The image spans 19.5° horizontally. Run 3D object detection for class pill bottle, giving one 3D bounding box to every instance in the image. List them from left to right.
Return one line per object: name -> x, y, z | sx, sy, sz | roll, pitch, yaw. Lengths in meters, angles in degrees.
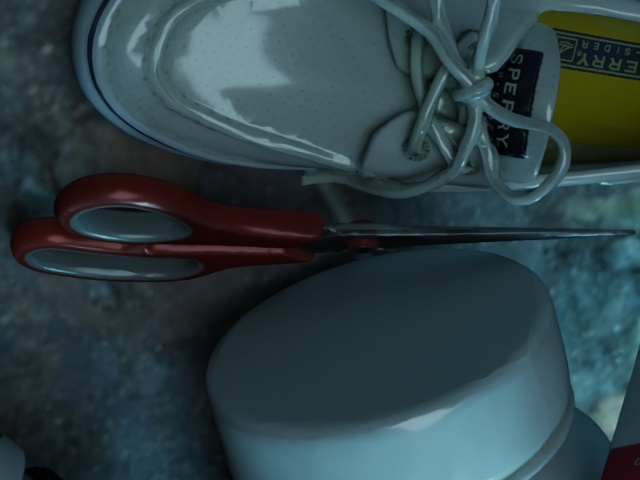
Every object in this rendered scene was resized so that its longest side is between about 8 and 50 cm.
pill bottle -> 0.069, 0.201, 0.955 | 0.204, 0.204, 0.361 | -21, 115, -11

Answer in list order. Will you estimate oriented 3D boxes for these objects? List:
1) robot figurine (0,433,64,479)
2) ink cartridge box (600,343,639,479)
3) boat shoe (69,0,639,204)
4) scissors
robot figurine -> -0.144, 0.207, 0.891 | 0.209, 0.173, 0.278 | -46, 106, 0
ink cartridge box -> 0.266, 0.102, 0.936 | 0.226, 0.131, 0.306 | 49, 47, -28
boat shoe -> 0.072, -0.073, 0.883 | 0.367, 0.156, 0.135 | 5, 107, -21
scissors -> 0.000, 0.000, 0.917 | 0.297, 0.109, 0.021 | 3, 66, -18
